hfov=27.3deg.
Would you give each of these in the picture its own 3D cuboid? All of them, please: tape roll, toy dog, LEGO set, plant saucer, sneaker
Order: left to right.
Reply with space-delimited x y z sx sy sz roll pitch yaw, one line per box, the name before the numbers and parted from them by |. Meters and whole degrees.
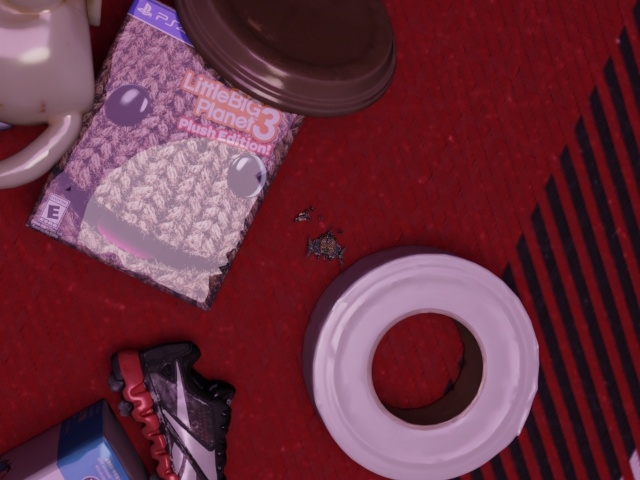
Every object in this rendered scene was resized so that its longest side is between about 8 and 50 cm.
toy dog | -0.429 -0.267 1.362 0.407 0.284 0.395 6 99 -11
sneaker | -0.150 0.242 1.594 0.135 0.097 0.276 -22 98 -4
plant saucer | -0.032 -0.259 1.497 0.277 0.041 0.278 15 50 -19
LEGO set | 0.001 -0.002 1.633 0.054 0.023 0.083 -19 86 -9
tape roll | 0.123 0.151 1.627 0.286 0.100 0.286 -1 96 -9

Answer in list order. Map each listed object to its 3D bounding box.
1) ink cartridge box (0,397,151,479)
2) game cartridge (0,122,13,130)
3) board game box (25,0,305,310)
ink cartridge box | -0.322 0.350 1.529 0.270 0.197 0.198 -28 100 -5
game cartridge | -0.456 -0.260 1.515 0.198 0.062 0.297 -12 98 -12
board game box | -0.172 -0.103 1.531 0.232 0.141 0.291 25 92 -11
